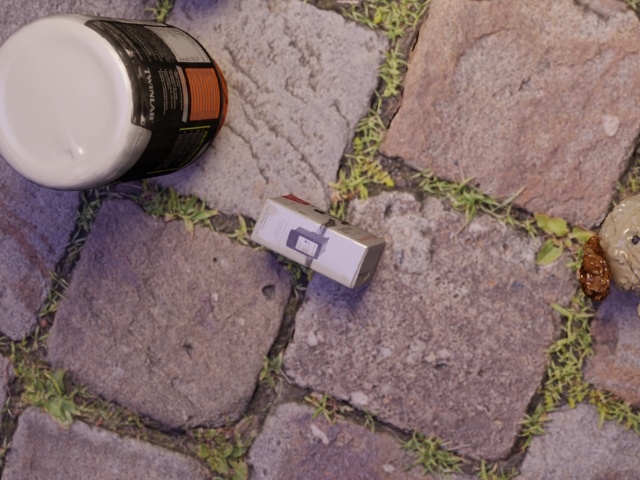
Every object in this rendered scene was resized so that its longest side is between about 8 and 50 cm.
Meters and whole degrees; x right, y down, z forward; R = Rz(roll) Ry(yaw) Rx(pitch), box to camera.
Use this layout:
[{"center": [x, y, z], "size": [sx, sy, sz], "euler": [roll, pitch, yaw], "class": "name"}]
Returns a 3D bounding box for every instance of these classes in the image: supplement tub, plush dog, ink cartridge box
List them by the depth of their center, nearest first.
[{"center": [0.438, 0.032, 1.497], "size": [0.262, 0.210, 0.225], "euler": [-39, 69, -10], "class": "plush dog"}, {"center": [-0.251, -0.175, 1.569], "size": [0.207, 0.338, 0.207], "euler": [2, 97, 17], "class": "supplement tub"}, {"center": [0.000, 0.000, 1.636], "size": [0.150, 0.109, 0.063], "euler": [26, 101, 12], "class": "ink cartridge box"}]
